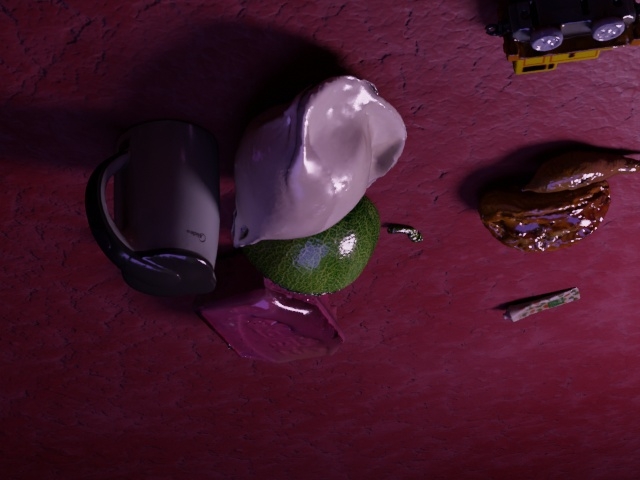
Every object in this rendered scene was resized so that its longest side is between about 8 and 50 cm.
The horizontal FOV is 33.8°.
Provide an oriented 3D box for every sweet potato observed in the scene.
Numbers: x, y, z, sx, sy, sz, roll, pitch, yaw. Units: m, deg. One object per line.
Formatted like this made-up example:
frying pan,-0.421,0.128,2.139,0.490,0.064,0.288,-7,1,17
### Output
sweet potato,0.439,-0.120,1.719,0.226,0.068,0.068,-11,151,-6

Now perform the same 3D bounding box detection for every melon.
melon,0.000,0.000,1.798,0.265,0.129,0.169,10,145,-23

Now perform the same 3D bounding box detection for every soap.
soap,-0.093,0.134,2.024,0.220,0.127,0.325,-11,151,15

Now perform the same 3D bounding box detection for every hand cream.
hand cream,0.465,0.135,2.216,0.165,0.037,0.057,-18,149,10

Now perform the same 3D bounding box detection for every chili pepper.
chili pepper,0.159,-0.013,1.906,0.083,0.022,0.027,17,111,-33

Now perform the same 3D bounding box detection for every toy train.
toy train,0.326,-0.281,1.389,0.219,0.089,0.127,-8,161,4

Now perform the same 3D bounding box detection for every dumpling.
dumpling,0.000,-0.115,1.565,0.260,0.181,0.341,-13,127,-31

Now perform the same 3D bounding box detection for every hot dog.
hot dog,0.387,-0.049,1.802,0.227,0.099,0.160,-13,152,8

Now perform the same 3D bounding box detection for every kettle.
kettle,-0.249,-0.047,1.555,0.161,0.236,0.221,-28,144,36
